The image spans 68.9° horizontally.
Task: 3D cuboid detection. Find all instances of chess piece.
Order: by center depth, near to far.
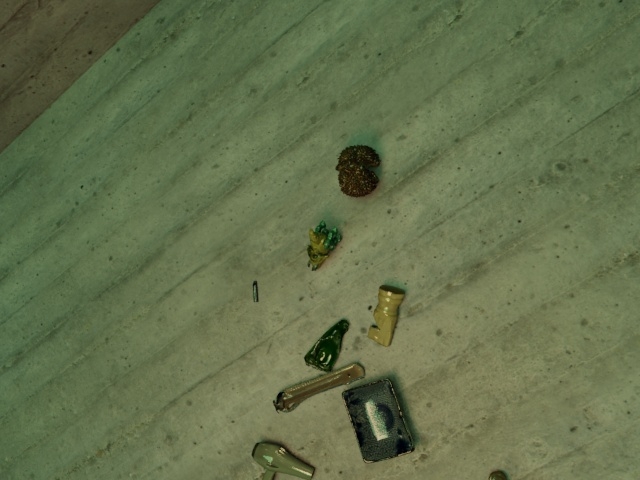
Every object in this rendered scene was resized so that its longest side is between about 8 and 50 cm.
[{"bbox_3d":[0.222,0.260,1.593,0.090,0.090,0.200,16,101,21],"label":"chess piece"}]

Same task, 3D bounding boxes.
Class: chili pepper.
[{"bbox_3d":[0.031,0.376,1.656,0.108,0.062,0.216,36,94,-13],"label":"chili pepper"}]

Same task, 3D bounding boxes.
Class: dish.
[{"bbox_3d":[0.197,0.592,1.555,0.182,0.080,0.243,-23,78,17],"label":"dish"}]

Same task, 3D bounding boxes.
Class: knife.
[{"bbox_3d":[-0.007,0.522,1.664,0.365,0.043,0.089,-27,110,13],"label":"knife"}]

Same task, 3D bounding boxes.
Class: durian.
[{"bbox_3d":[0.131,-0.248,1.623,0.167,0.196,0.196,-16,78,13],"label":"durian"}]

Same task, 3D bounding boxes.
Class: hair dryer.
[{"bbox_3d":[-0.131,0.858,1.664,0.229,0.092,0.267,0,98,15],"label":"hair dryer"}]

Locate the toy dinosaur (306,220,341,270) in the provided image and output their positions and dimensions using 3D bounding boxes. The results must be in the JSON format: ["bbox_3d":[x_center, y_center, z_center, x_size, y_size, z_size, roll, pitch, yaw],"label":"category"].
[{"bbox_3d":[0.000,0.000,1.628,0.094,0.259,0.153,25,65,19],"label":"toy dinosaur"}]

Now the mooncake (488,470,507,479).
[{"bbox_3d":[0.545,0.886,1.403,0.150,0.057,0.347,16,89,25],"label":"mooncake"}]

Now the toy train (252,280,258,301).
[{"bbox_3d":[-0.253,0.197,1.805,0.017,0.017,0.083,-9,80,18],"label":"toy train"}]
